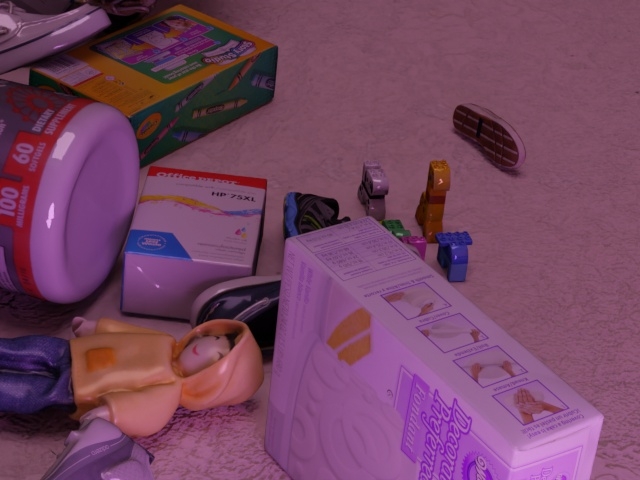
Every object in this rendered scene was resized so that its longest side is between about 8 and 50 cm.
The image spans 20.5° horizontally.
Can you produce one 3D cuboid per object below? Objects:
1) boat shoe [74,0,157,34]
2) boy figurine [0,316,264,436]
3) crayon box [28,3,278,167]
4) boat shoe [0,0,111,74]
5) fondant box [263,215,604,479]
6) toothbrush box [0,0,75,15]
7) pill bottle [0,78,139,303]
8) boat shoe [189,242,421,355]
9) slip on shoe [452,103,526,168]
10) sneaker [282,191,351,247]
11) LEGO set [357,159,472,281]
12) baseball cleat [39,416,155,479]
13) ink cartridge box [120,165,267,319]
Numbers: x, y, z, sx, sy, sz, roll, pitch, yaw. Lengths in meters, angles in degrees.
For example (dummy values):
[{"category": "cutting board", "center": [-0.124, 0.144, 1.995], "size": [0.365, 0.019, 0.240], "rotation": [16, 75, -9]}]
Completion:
[{"category": "boat shoe", "center": [-0.252, -0.309, 2.226], "size": [0.104, 0.089, 0.285], "rotation": [24, 0, -2]}, {"category": "boy figurine", "center": [-0.195, 0.126, 1.656], "size": [0.285, 0.092, 0.177], "rotation": [0, 30, -4]}, {"category": "crayon box", "center": [-0.201, -0.191, 2.163], "size": [0.165, 0.081, 0.278], "rotation": [27, 37, 29]}, {"category": "boat shoe", "center": [-0.388, -0.245, 2.124], "size": [0.267, 0.088, 0.096], "rotation": [-19, 8, 6]}, {"category": "fondant box", "center": [0.082, 0.164, 1.501], "size": [0.096, 0.238, 0.330], "rotation": [-15, 38, -31]}, {"category": "toothbrush box", "center": [-0.435, -0.392, 2.313], "size": [0.216, 0.126, 0.295], "rotation": [32, 25, -25]}, {"category": "pill bottle", "center": [-0.389, -0.074, 1.821], "size": [0.363, 0.210, 0.210], "rotation": [13, 33, 16]}, {"category": "boat shoe", "center": [-0.002, 0.064, 1.779], "size": [0.254, 0.095, 0.079], "rotation": [-10, 34, -22]}, {"category": "slip on shoe", "center": [0.216, -0.130, 2.173], "size": [0.041, 0.051, 0.135], "rotation": [-2, 25, -34]}, {"category": "sneaker", "center": [0.000, 0.000, 1.907], "size": [0.078, 0.067, 0.188], "rotation": [-3, 30, -2]}, {"category": "LEGO set", "center": [0.112, -0.033, 1.954], "size": [0.087, 0.093, 0.227], "rotation": [-3, 33, -14]}, {"category": "baseball cleat", "center": [-0.206, 0.236, 1.497], "size": [0.109, 0.072, 0.206], "rotation": [32, 49, 3]}, {"category": "ink cartridge box", "center": [-0.130, -0.009, 1.889], "size": [0.134, 0.078, 0.231], "rotation": [7, 32, 0]}]
